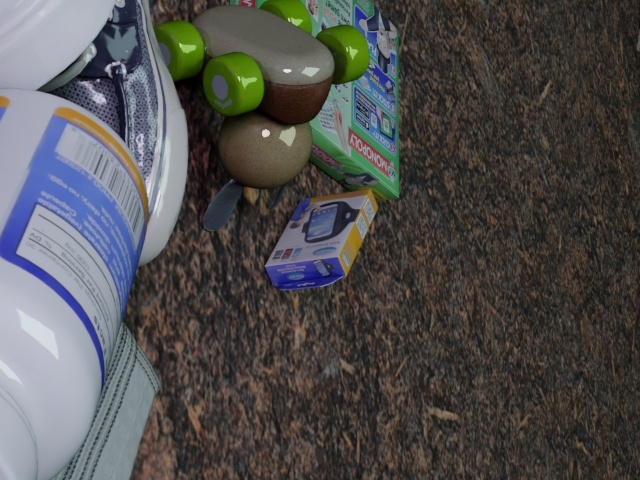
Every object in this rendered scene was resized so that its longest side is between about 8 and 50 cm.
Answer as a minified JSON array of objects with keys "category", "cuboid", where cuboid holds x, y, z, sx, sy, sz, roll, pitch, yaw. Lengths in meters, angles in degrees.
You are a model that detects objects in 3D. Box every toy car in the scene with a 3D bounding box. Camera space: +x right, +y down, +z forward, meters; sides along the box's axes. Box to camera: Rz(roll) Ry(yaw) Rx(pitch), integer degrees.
[{"category":"toy car","cuboid":[-0.060,-0.104,1.245,0.155,0.149,0.188,-21,130,-39]}]

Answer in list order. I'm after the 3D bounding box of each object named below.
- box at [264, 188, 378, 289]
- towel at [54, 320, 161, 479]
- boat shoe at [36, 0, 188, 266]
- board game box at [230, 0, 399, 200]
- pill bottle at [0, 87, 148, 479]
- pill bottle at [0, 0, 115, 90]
[{"category":"box","cuboid":[0.000,0.000,1.373,0.028,0.081,0.136,68,28,-27]},{"category":"towel","cuboid":[-0.223,0.114,0.906,0.312,0.056,0.324,61,33,-37]},{"category":"boat shoe","cuboid":[-0.196,-0.150,0.987,0.158,0.127,0.340,14,62,-56]},{"category":"board game box","cuboid":[0.002,-0.191,1.475,0.317,0.046,0.213,34,54,-58]},{"category":"pill bottle","cuboid":[-0.184,0.043,0.741,0.272,0.152,0.152,-84,154,-57]},{"category":"pill bottle","cuboid":[-0.254,-0.226,0.775,0.318,0.176,0.176,52,38,-38]}]
